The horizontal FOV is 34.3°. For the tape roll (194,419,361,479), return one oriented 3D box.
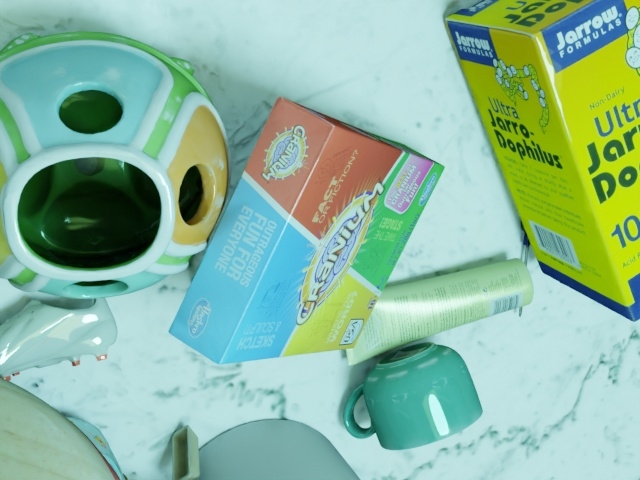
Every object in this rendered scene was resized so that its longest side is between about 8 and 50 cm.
[{"bbox_3d":[-0.047,0.356,1.214,0.246,0.169,0.246,-9,113,-22],"label":"tape roll"}]

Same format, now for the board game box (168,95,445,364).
[{"bbox_3d":[0.000,0.000,1.055,0.242,0.064,0.316,-64,157,9],"label":"board game box"}]

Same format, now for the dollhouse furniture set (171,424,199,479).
[{"bbox_3d":[-0.186,0.265,1.160,0.081,0.114,0.091,26,133,-36],"label":"dollhouse furniture set"}]

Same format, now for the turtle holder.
[{"bbox_3d":[-0.236,-0.069,0.918,0.320,0.227,0.243,22,105,-19],"label":"turtle holder"}]

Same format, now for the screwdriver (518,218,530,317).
[{"bbox_3d":[0.258,0.018,1.309,0.024,0.025,0.169,-7,117,-22],"label":"screwdriver"}]

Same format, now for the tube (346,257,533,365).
[{"bbox_3d":[0.138,0.077,1.259,0.240,0.070,0.062,-15,157,-13],"label":"tube"}]

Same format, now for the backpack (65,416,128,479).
[{"bbox_3d":[-0.281,0.290,1.099,0.166,0.144,0.188,-14,109,-13],"label":"backpack"}]

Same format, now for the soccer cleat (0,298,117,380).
[{"bbox_3d":[-0.308,0.102,1.061,0.196,0.068,0.076,-12,92,-17],"label":"soccer cleat"}]

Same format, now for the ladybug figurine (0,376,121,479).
[{"bbox_3d":[-0.340,0.262,0.945,0.162,0.450,0.305,23,82,-69],"label":"ladybug figurine"}]

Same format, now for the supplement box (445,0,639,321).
[{"bbox_3d":[0.319,-0.125,1.160,0.194,0.195,0.356,-31,114,-10],"label":"supplement box"}]

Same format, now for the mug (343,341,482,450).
[{"bbox_3d":[0.104,0.184,1.239,0.158,0.129,0.097,-20,94,-9],"label":"mug"}]
